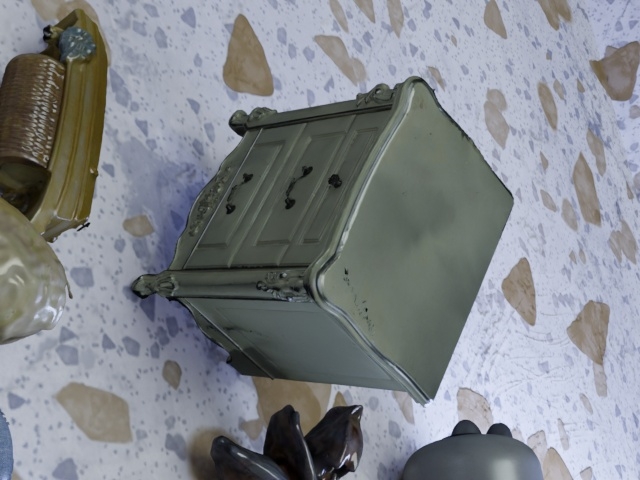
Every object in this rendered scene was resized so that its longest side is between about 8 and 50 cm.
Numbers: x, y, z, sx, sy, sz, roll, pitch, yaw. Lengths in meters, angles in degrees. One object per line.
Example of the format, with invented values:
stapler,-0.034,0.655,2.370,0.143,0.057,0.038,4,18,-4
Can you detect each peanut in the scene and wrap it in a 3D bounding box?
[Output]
peanut,-0.365,-0.025,0.953,0.313,0.149,0.149,53,38,-18

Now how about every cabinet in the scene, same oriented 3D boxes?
cabinet,0.000,0.000,1.227,0.227,0.318,0.290,46,59,-35

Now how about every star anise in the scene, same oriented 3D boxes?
star anise,-0.043,0.348,1.240,0.316,0.139,0.359,44,58,-22

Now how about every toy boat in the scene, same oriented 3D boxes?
toy boat,-0.297,-0.123,1.132,0.115,0.089,0.310,28,53,-41

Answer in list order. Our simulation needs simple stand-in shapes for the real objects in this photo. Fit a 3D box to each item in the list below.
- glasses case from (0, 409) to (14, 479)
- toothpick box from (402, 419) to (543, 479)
glasses case,-0.384,0.176,0.889,0.282,0.067,0.109,21,56,-49
toothpick box,0.234,0.410,1.490,0.229,0.229,0.316,24,55,-47
